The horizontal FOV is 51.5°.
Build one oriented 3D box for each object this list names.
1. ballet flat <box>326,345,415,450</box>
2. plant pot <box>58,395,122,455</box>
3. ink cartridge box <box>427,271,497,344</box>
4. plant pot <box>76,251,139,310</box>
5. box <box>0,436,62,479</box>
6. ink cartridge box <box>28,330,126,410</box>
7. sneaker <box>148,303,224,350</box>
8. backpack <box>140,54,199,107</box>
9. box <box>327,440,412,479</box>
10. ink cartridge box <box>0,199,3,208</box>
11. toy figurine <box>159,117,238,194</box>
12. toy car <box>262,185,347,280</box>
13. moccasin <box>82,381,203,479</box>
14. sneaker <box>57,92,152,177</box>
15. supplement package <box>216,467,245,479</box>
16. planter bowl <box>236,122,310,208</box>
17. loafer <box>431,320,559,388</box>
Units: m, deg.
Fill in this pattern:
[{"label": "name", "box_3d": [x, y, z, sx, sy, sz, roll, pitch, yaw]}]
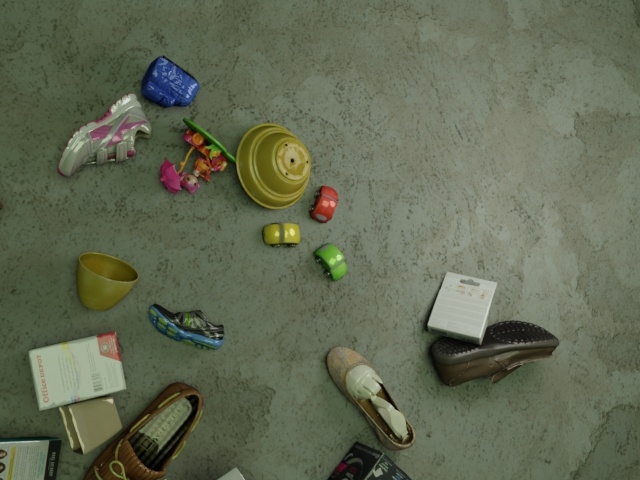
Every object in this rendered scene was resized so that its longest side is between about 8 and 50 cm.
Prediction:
[{"label": "ballet flat", "box_3d": [0.137, 0.392, 1.659, 0.107, 0.106, 0.316, -41, 97, -20]}, {"label": "plant pot", "box_3d": [-0.492, 0.387, 1.431, 0.096, 0.109, 0.109, -18, 90, -34]}, {"label": "ink cartridge box", "box_3d": [0.380, 0.179, 1.779, 0.146, 0.045, 0.179, 12, 55, 23]}, {"label": "plant pot", "box_3d": [-0.482, 0.099, 1.467, 0.134, 0.134, 0.095, 22, 104, -17]}, {"label": "box", "box_3d": [-0.647, 0.448, 1.322, 0.244, 0.060, 0.100, 17, 74, -49]}, {"label": "ink cartridge box", "box_3d": [-0.518, 0.275, 1.418, 0.176, 0.127, 0.128, -10, 86, -21]}, {"label": "sneaker", "box_3d": [-0.312, 0.194, 1.549, 0.188, 0.067, 0.078, 25, 54, -14]}, {"label": "backpack", "box_3d": [-0.359, -0.365, 1.585, 0.120, 0.098, 0.101, 28, 83, -28]}, {"label": "box", "box_3d": [0.082, 0.639, 1.572, 0.143, 0.165, 0.270, 45, 70, -10]}, {"label": "ink cartridge box", "box_3d": [-0.820, -0.067, 1.373, 0.193, 0.088, 0.234, 46, 71, -8]}, {"label": "toy figurine", "box_3d": [-0.306, -0.176, 1.587, 0.173, 0.130, 0.159, 40, 84, -37]}, {"label": "toy car", "box_3d": [0.000, 0.000, 1.689, 0.239, 0.053, 0.225, -36, 96, -21]}, {"label": "moccasin", "box_3d": [-0.387, 0.478, 1.429, 0.139, 0.147, 0.380, 48, 70, -9]}, {"label": "sneaker", "box_3d": [-0.483, -0.222, 1.513, 0.111, 0.103, 0.252, 47, 71, -7]}, {"label": "supplement package", "box_3d": [-0.202, 0.639, 1.384, 0.198, 0.262, 0.199, -30, 66, -22]}, {"label": "planter bowl", "box_3d": [-0.091, -0.189, 1.630, 0.217, 0.090, 0.217, 4, 83, -36]}, {"label": "loafer", "box_3d": [0.469, 0.311, 1.799, 0.366, 0.134, 0.130, -7, 112, -12]}]
